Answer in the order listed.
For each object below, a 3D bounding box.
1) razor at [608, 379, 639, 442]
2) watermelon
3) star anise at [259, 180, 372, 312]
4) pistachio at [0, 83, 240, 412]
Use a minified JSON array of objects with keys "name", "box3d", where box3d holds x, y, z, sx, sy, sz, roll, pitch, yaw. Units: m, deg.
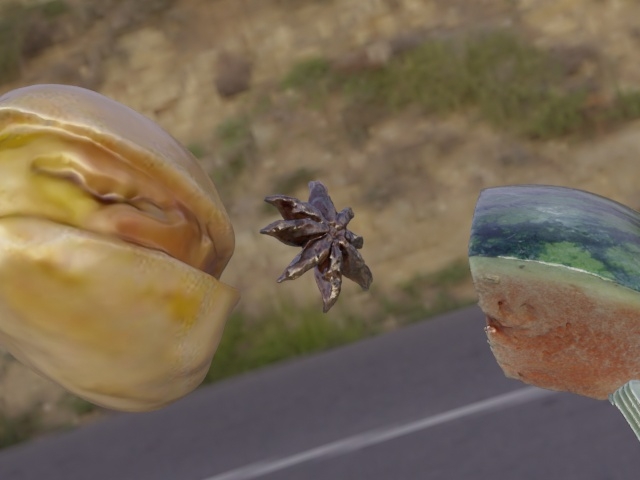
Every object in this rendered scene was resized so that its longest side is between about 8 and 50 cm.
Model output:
[{"name":"razor","box3d":[0.204,0.167,1.003,0.037,0.191,0.068,5,-32,-32]},{"name":"watermelon","box3d":[0.228,0.056,1.717,0.212,0.201,0.261,11,11,12]},{"name":"star anise","box3d":[-0.001,0.000,1.755,0.141,0.141,0.042,-23,-9,-46]},{"name":"pistachio","box3d":[-0.179,0.015,1.406,0.229,0.230,0.309,-16,-30,21]}]
